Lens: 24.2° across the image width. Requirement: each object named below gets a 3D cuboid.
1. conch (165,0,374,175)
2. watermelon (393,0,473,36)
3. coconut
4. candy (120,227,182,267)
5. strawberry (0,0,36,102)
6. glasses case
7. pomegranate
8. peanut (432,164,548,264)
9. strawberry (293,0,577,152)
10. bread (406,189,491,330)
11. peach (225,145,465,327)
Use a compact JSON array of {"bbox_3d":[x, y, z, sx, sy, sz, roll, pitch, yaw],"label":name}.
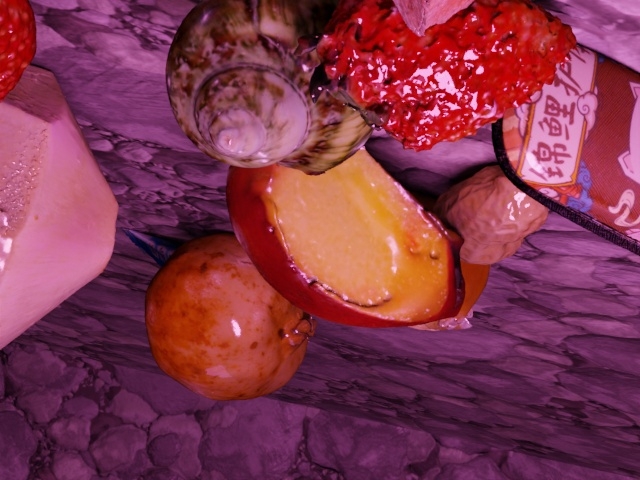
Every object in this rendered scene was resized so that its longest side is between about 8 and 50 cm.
[{"bbox_3d":[-0.028,-0.121,1.176,0.187,0.181,0.124,50,158,-20],"label":"conch"},{"bbox_3d":[0.061,-0.220,0.875,0.146,0.128,0.231,49,178,5],"label":"watermelon"},{"bbox_3d":[-0.377,-0.037,1.527,0.352,0.353,0.352,14,165,4],"label":"coconut"},{"bbox_3d":[-0.219,0.021,2.149,0.136,0.038,0.088,19,164,21],"label":"candy"},{"bbox_3d":[-0.384,-0.160,1.261,0.257,0.261,0.261,17,165,-8],"label":"strawberry"},{"bbox_3d":[0.268,-0.056,1.219,0.321,0.122,0.082,24,164,-30],"label":"glasses case"},{"bbox_3d":[-0.118,0.105,2.006,0.248,0.248,0.248,14,165,4],"label":"pomegranate"},{"bbox_3d":[0.168,-0.024,1.495,0.083,0.093,0.194,-22,180,-20],"label":"peanut"},{"bbox_3d":[0.080,-0.140,1.074,0.192,0.140,0.085,22,165,9],"label":"strawberry"},{"bbox_3d":[0.065,0.009,1.629,0.241,0.136,0.107,20,165,-13],"label":"bread"},{"bbox_3d":[0.015,-0.002,1.482,0.267,0.159,0.154,41,168,-17],"label":"peach"}]
